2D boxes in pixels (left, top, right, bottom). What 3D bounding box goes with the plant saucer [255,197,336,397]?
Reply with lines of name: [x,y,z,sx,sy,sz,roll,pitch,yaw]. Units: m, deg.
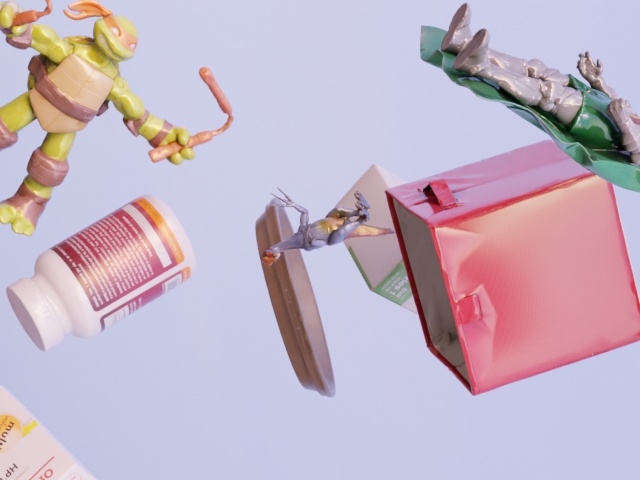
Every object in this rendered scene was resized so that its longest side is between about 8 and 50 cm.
plant saucer: [-0.036,0.079,2.462,0.278,0.041,0.278,-16,90,-87]

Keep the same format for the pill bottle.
pill bottle: [-0.190,0.030,1.596,0.086,0.152,0.086,49,-22,27]

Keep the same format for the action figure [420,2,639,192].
action figure: [0.188,-0.088,1.297,0.063,0.232,0.137,-55,-154,20]

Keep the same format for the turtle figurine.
turtle figurine: [-0.225,-0.122,1.526,0.217,0.269,0.087,-46,-147,17]

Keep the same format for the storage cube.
storage cube: [0.198,0.021,1.901,0.183,0.193,0.215,-134,-152,-72]

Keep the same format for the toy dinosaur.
toy dinosaur: [0.000,0.000,1.338,0.090,0.082,0.047,44,17,-31]

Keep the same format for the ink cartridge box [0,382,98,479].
ink cartridge box: [-0.256,0.198,1.518,0.181,0.104,0.061,39,-10,31]

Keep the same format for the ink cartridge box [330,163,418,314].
ink cartridge box: [0.137,0.024,2.212,0.092,0.219,0.160,-48,-142,17]
